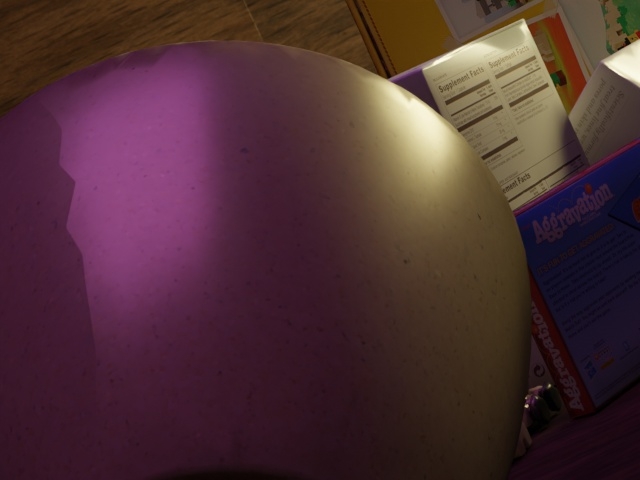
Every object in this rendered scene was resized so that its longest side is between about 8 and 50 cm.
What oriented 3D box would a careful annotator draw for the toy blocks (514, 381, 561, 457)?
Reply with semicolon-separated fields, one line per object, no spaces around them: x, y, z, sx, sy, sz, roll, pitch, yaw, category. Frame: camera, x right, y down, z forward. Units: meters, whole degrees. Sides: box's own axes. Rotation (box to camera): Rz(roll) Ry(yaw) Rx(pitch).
-0.055;0.085;1.277;0.309;0.260;0.288;-24;3;24;toy blocks

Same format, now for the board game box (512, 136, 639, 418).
0.236;0.006;1.367;0.281;0.145;0.027;-28;5;-43;board game box

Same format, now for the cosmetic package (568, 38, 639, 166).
0.306;-0.078;1.662;0.183;0.151;0.151;-29;-31;-55;cosmetic package

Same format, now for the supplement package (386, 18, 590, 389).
0.103;-0.009;1.546;0.199;0.263;0.198;-22;5;35;supplement package

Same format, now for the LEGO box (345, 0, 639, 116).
0.241;-0.233;2.031;0.372;0.500;0.193;-24;4;4;LEGO box

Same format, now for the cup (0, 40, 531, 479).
-0.048;0.103;0.917;0.331;0.331;0.237;-24;30;12;cup
